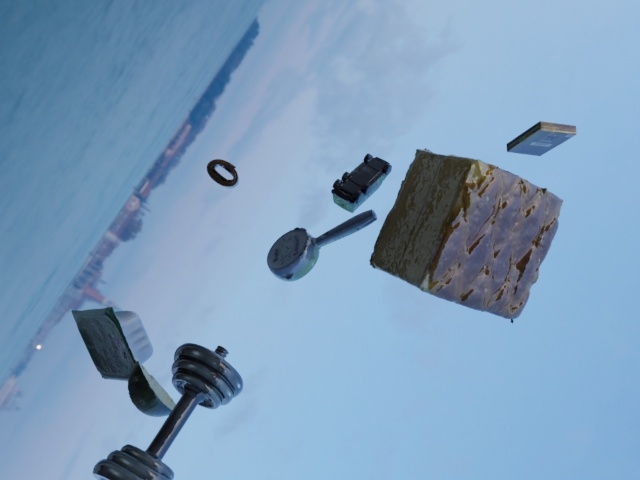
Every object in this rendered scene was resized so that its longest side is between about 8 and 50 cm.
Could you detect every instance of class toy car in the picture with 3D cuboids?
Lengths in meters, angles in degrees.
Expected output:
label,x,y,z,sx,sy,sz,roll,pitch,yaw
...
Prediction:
label,x,y,z,sx,sy,sz,roll,pitch,yaw
toy car,0.096,-0.132,1.295,0.165,0.071,0.062,-44,153,-31

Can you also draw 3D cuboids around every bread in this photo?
label,x,y,z,sx,sy,sz,roll,pitch,yaw
bread,0.291,-0.013,1.122,0.207,0.279,0.279,30,-83,60

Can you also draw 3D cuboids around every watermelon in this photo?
label,x,y,z,sx,sy,sz,roll,pitch,yaw
watermelon,-0.441,0.409,1.508,0.075,0.181,0.092,-19,-159,35

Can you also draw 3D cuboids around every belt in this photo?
label,x,y,z,sx,sy,sz,roll,pitch,yaw
belt,-0.234,-0.163,1.369,0.059,0.083,0.036,-53,-179,-3

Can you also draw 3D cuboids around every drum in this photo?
label,x,y,z,sx,sy,sz,roll,pitch,yaw
drum,-0.004,0.016,1.161,0.253,0.049,0.130,-16,-137,33

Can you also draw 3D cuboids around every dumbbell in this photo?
label,x,y,z,sx,sy,sz,roll,pitch,yaw
dumbbell,-0.314,0.395,1.206,0.179,0.179,0.406,-32,-158,52

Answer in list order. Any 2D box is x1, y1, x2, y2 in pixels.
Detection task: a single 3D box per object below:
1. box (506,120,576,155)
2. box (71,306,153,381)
label,x,y,z,sx,sy,sz,roll,pitch,yaw
box,0.486,-0.223,1.255,0.133,0.090,0.023,135,-44,-72
box,-0.670,0.325,1.871,0.337,0.264,0.106,-10,-165,44
